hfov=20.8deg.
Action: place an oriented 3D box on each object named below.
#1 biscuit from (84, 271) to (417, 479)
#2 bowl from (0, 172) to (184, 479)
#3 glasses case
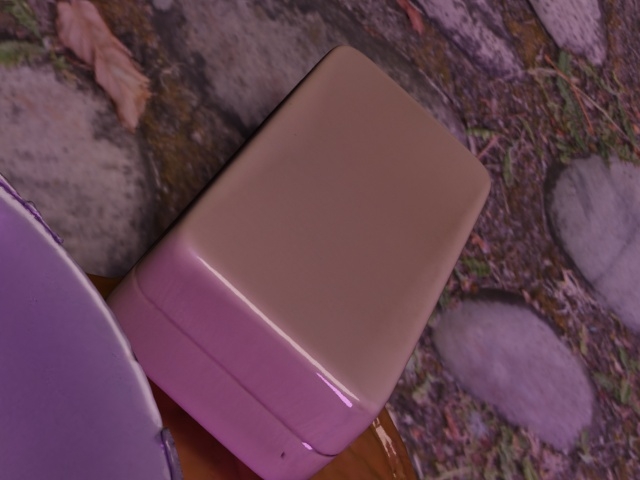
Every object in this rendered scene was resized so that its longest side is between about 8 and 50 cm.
[{"bbox_3d":[-0.066,0.180,0.875,0.365,0.062,0.385,18,52,-36],"label":"biscuit"},{"bbox_3d":[-0.236,0.113,0.660,0.345,0.157,0.345,22,50,-28],"label":"bowl"},{"bbox_3d":[0.000,0.000,0.994,0.144,0.076,0.336,42,28,-3],"label":"glasses case"}]
